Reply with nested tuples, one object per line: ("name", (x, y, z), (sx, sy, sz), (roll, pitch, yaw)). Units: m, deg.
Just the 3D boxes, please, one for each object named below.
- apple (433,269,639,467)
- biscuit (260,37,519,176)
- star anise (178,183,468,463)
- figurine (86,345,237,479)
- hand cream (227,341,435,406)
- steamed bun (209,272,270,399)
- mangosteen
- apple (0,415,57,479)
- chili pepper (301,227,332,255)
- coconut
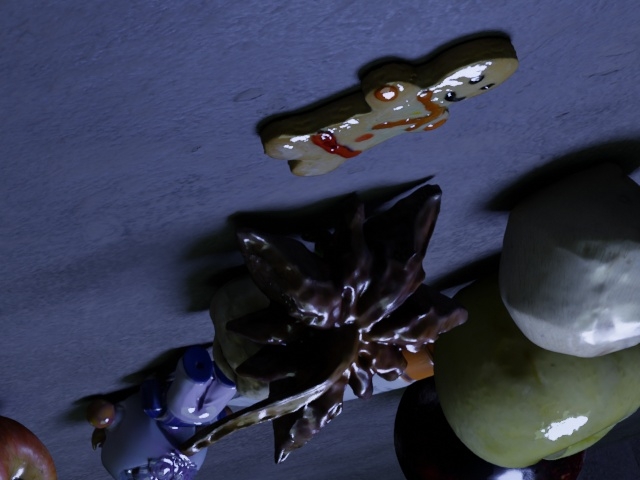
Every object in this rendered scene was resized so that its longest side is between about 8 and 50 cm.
("apple", (0.287, 0.158, 2.260), (0.292, 0.254, 0.292), (-22, 168, -5))
("biscuit", (0.063, -0.116, 1.499), (0.234, 0.030, 0.153), (-23, 166, 14))
("star anise", (0.013, 0.094, 1.781), (0.350, 0.292, 0.109), (-10, -161, -26))
("figurine", (-0.181, 0.234, 2.212), (0.274, 0.133, 0.194), (-32, 146, 30))
("hand cream", (0.022, 0.181, 2.368), (0.314, 0.089, 0.140), (-20, 163, 30))
("steamed bun", (-0.053, 0.109, 1.928), (0.172, 0.140, 0.155), (-14, 169, -28))
("mangosteen", (0.270, 0.325, 2.650), (0.307, 0.347, 0.307), (-14, -156, 6))
("apple", (-0.447, 0.317, 2.040), (0.241, 0.242, 0.242), (-11, 168, 22))
("chili pepper", (0.000, 0.000, 1.831), (0.027, 0.022, 0.083), (-52, 163, -4))
("coconut", (0.310, 0.018, 1.957), (0.224, 0.224, 0.224), (-18, 164, -5))
